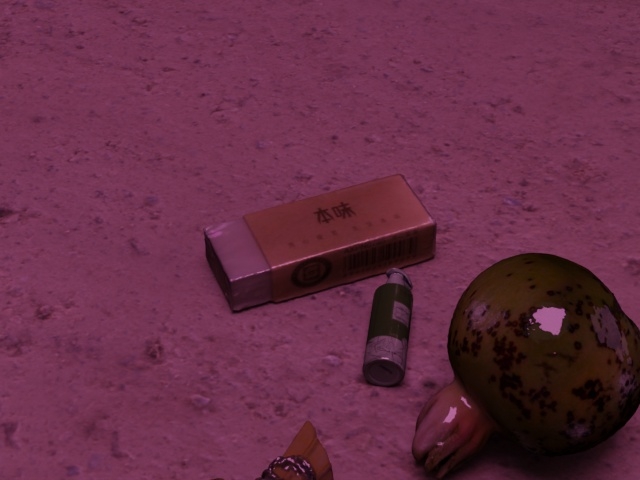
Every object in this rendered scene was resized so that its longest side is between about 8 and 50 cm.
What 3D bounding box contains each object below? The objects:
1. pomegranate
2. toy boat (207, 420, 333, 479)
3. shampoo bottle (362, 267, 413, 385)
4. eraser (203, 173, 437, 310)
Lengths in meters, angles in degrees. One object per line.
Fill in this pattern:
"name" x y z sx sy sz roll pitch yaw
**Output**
"pomegranate" 0.258 0.185 1.652 0.340 0.285 0.285 -39 48 3
"toy boat" -0.129 0.381 1.510 0.162 0.136 0.445 29 45 23
"shampoo bottle" 0.104 0.120 1.838 0.065 0.065 0.204 5 42 6
"eraser" 0.000 0.000 1.954 0.343 0.078 0.144 -16 43 -16
